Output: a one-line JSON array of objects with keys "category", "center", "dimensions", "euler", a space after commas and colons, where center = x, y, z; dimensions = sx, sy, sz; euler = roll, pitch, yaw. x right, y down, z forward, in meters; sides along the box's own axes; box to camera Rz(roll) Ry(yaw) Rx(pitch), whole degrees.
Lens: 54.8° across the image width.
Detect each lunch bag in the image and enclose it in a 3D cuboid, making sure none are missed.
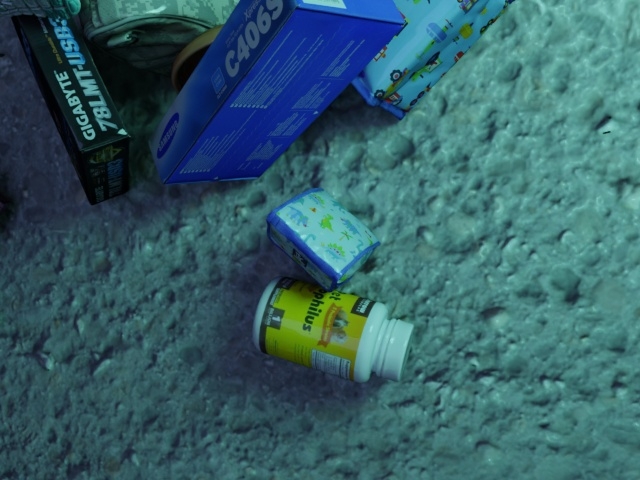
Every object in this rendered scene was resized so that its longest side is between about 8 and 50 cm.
[{"category": "lunch bag", "center": [0.070, -0.348, 0.823], "dimensions": [0.221, 0.138, 0.293], "euler": [-45, 73, 19]}, {"category": "lunch bag", "center": [0.000, 0.000, 0.857], "dimensions": [0.129, 0.151, 0.096], "euler": [41, 105, 8]}, {"category": "lunch bag", "center": [-0.234, -0.395, 0.832], "dimensions": [0.212, 0.256, 0.305], "euler": [-10, 92, 17]}]

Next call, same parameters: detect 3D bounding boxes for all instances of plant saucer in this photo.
[{"category": "plant saucer", "center": [-0.104, -0.241, 0.844], "dimensions": [0.200, 0.200, 0.037], "euler": [-16, 76, 18]}]

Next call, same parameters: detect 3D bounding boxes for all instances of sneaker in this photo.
[{"category": "sneaker", "center": [-0.353, -0.304, 0.715], "dimensions": [0.166, 0.065, 0.076], "euler": [7, 74, 1]}]

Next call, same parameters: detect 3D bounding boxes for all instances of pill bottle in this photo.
[{"category": "pill bottle", "center": [0.020, 0.131, 0.882], "dimensions": [0.215, 0.117, 0.117], "euler": [14, 100, 15]}]

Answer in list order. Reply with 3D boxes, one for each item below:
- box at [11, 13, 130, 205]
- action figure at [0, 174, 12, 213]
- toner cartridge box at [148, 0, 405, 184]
[{"category": "box", "center": [-0.364, -0.223, 0.884], "dimensions": [0.073, 0.295, 0.293], "euler": [-26, 89, -20]}, {"category": "action figure", "center": [-0.680, 0.032, 1.018], "dimensions": [0.248, 0.276, 0.370], "euler": [24, 88, 7]}, {"category": "toner cartridge box", "center": [-0.071, -0.190, 0.773], "dimensions": [0.348, 0.165, 0.075], "euler": [-38, 68, 45]}]
